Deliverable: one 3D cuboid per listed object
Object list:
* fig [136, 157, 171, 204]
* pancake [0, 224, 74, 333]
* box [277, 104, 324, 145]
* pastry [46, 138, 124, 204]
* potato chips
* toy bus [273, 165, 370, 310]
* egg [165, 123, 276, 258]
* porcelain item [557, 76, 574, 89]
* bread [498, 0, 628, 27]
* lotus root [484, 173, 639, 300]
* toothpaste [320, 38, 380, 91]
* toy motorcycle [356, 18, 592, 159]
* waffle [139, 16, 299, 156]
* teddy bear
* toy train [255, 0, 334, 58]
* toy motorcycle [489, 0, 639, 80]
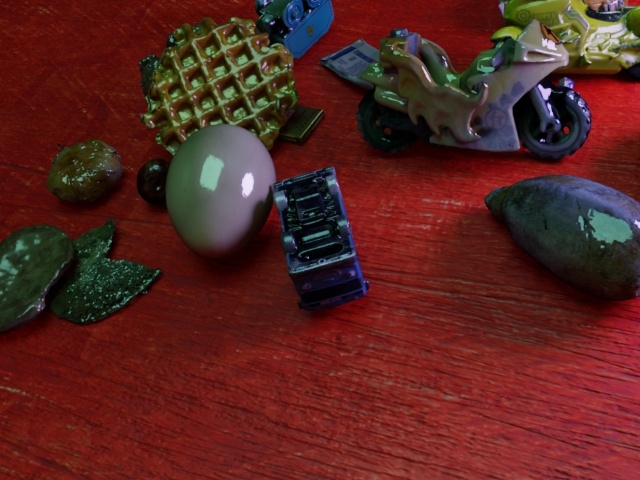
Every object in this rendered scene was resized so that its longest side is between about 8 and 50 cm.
[{"bbox_3d":[-0.307,-0.118,1.590,0.089,0.089,0.125,-18,19,-1],"label":"fig"},{"bbox_3d":[-0.541,0.070,1.485,0.222,0.042,0.236,-11,50,20],"label":"pancake"},{"bbox_3d":[-0.070,-0.237,1.655,0.133,0.023,0.090,15,53,28],"label":"box"},{"bbox_3d":[-0.465,-0.134,1.639,0.153,0.081,0.153,-2,46,2],"label":"pastry"},{"bbox_3d":[-0.395,0.052,1.480,0.202,0.029,0.220,-27,48,-5],"label":"potato chips"},{"bbox_3d":[0.000,0.000,1.335,0.116,0.133,0.234,-15,41,3],"label":"toy bus"},{"bbox_3d":[-0.172,-0.084,1.428,0.189,0.188,0.253,-6,53,12],"label":"egg"},{"bbox_3d":[0.416,-0.246,1.490,0.136,0.075,0.021,-22,49,57],"label":"porcelain item"},{"bbox_3d":[0.487,-0.481,1.658,0.241,0.107,0.136,7,48,22],"label":"bread"},{"bbox_3d":[0.372,-0.028,1.247,0.158,0.140,0.322,-38,47,-18],"label":"lotus root"},{"bbox_3d":[0.103,-0.344,1.684,0.099,0.068,0.282,-3,28,-28],"label":"toothpaste"},{"bbox_3d":[0.256,-0.258,1.436,0.410,0.237,0.169,3,22,20],"label":"toy motorcycle"},{"bbox_3d":[-0.192,-0.293,1.623,0.302,0.068,0.325,18,81,12],"label":"waffle"},{"bbox_3d":[-0.288,-0.350,1.758,0.190,0.177,0.140,-16,1,1],"label":"teddy bear"},{"bbox_3d":[-0.056,-0.488,1.795,0.107,0.154,0.198,26,61,30],"label":"toy train"},{"bbox_3d":[0.473,-0.388,1.517,0.342,0.206,0.142,-1,6,-2],"label":"toy motorcycle"}]
